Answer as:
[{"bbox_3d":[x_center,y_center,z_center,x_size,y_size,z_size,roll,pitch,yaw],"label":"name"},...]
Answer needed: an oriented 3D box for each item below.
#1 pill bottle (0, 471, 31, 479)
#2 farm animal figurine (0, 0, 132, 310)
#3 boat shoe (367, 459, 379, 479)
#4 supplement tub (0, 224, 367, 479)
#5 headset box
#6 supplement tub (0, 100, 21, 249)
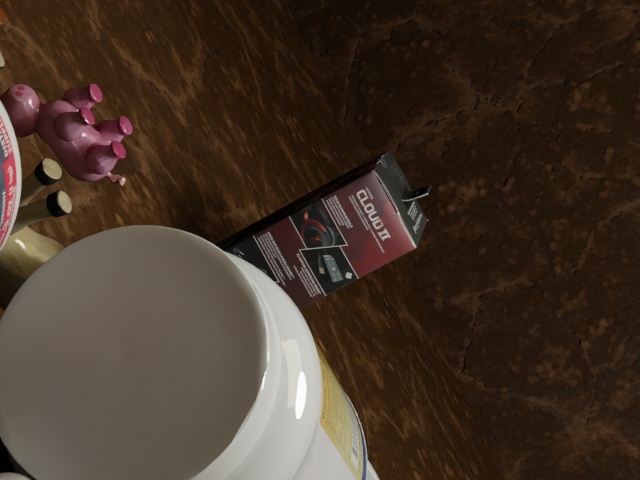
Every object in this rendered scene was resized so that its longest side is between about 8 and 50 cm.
[{"bbox_3d":[-0.199,0.208,0.973,0.169,0.094,0.094,58,12,-21],"label":"pill bottle"},{"bbox_3d":[-0.304,-0.105,1.130,0.327,0.172,0.330,16,54,-58],"label":"farm animal figurine"},{"bbox_3d":[0.024,0.331,1.640,0.103,0.118,0.320,-29,97,-83],"label":"boat shoe"},{"bbox_3d":[-0.097,0.138,1.136,0.316,0.228,0.228,65,2,-64],"label":"supplement tub"},{"bbox_3d":[0.000,0.000,1.860,0.110,0.293,0.218,61,10,-5],"label":"headset box"},{"bbox_3d":[-0.287,-0.012,0.856,0.191,0.191,0.272,59,11,-14],"label":"supplement tub"}]
